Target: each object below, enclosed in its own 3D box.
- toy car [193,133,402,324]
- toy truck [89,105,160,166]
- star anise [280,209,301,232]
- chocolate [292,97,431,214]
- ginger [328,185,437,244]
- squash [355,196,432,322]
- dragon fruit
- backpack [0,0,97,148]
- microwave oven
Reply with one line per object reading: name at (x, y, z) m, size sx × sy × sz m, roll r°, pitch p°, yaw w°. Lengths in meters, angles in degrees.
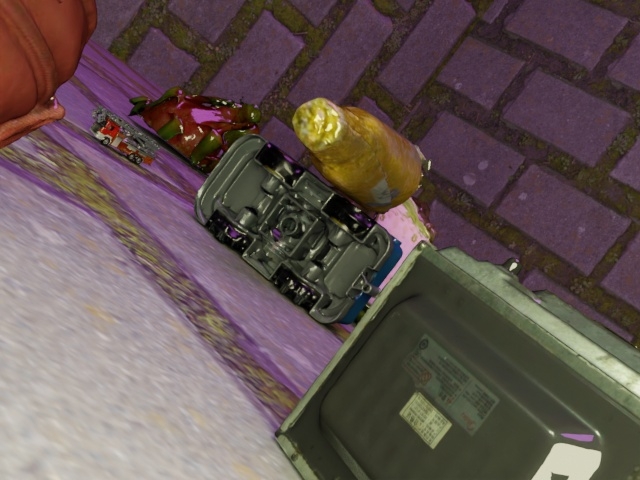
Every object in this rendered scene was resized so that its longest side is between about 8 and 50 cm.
toy car at (-0.014, -0.005, 0.873) m, size 0.191 × 0.097 × 0.100 m, roll 39°, pitch 4°, yaw 22°
toy truck at (-0.189, -0.099, 0.934) m, size 0.083 × 0.032 × 0.024 m, roll 31°, pitch 11°, yaw -47°
star anise at (0.005, 0.007, 1.257) m, size 0.129 × 0.056 × 0.124 m, roll 47°, pitch -20°, yaw -22°
chocolate at (0.026, -0.075, 0.828) m, size 0.086 × 0.085 × 0.219 m, roll 38°, pitch 7°, yaw 19°
ginger at (0.029, -0.040, 1.371) m, size 0.333 × 0.080 × 0.166 m, roll 13°, pitch 9°, yaw 33°
squash at (0.127, 0.081, 1.037) m, size 0.252 × 0.093 × 0.169 m, roll 36°, pitch 48°, yaw -3°
dragon fruit at (-0.167, -0.154, 1.357) m, size 0.138 × 0.175 × 0.142 m, roll -114°, pitch -177°, yaw -63°
backpack at (-0.182, -0.106, 0.337) m, size 0.229 × 0.138 × 0.229 m, roll 25°, pitch -12°, yaw 6°
microwave oven at (0.105, 0.105, 0.375) m, size 0.163 × 0.129 × 0.205 m, roll 36°, pitch 3°, yaw -35°
